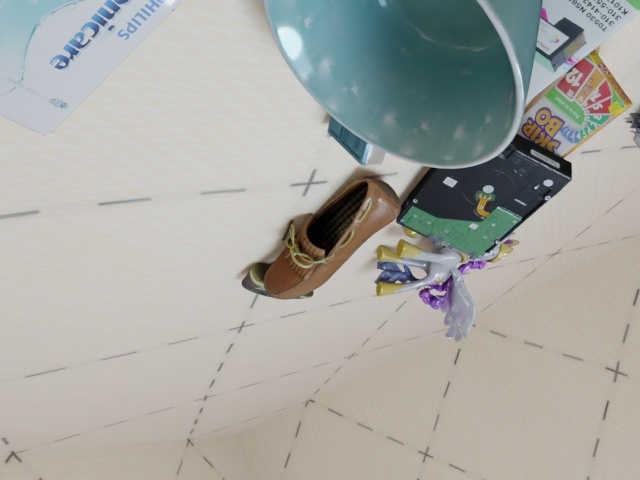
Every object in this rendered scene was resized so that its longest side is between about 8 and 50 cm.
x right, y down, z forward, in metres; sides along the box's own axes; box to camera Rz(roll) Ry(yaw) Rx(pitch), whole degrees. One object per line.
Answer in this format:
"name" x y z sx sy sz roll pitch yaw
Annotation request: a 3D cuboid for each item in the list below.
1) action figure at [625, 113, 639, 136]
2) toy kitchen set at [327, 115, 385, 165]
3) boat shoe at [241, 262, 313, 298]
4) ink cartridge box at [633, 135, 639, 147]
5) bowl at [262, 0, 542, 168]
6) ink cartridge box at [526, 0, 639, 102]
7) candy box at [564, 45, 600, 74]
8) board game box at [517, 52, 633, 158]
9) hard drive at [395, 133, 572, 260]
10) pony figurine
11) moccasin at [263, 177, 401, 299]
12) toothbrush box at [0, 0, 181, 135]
"action figure" 0.889 -0.296 1.289 0.185 0.099 0.285 -15 -178 -20
"toy kitchen set" 0.023 -0.229 0.795 0.166 0.122 0.207 -8 131 -28
"boat shoe" -0.109 0.112 1.353 0.073 0.080 0.223 -31 149 28
"ink cartridge box" 0.977 -0.284 1.433 0.175 0.127 0.072 -26 152 4
"bowl" 0.107 -0.242 0.571 0.163 0.311 0.311 -52 161 -18
"ink cartridge box" 0.256 -0.306 0.590 0.117 0.201 0.278 -46 180 -16
"candy box" 0.451 -0.370 0.941 0.105 0.027 0.206 -31 154 9
"board game box" 0.488 -0.241 1.075 0.039 0.124 0.259 -16 161 -26
"hard drive" 0.347 -0.103 1.179 0.237 0.064 0.339 25 141 -5
"pony figurine" 0.342 0.086 1.505 0.363 0.303 0.351 2 139 -16
"moccasin" 0.001 0.003 1.160 0.380 0.139 0.147 -36 146 30
"toothbrush box" -0.292 -0.246 0.413 0.216 0.126 0.295 -34 145 22
